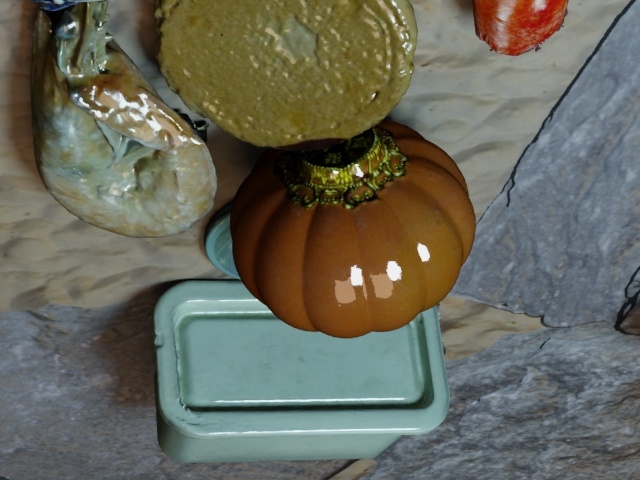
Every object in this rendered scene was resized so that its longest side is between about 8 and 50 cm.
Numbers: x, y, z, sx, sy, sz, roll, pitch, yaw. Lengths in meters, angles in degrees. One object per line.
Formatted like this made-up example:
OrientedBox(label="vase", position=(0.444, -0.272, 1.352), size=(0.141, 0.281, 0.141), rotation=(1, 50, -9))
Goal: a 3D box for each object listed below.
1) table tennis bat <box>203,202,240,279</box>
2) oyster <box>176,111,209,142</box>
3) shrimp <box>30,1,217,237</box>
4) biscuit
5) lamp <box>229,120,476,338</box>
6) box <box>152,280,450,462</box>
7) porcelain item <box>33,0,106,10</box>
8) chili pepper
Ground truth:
OrientedBox(label="table tennis bat", position=(0.000, 0.000, 1.472), size=(0.237, 0.038, 0.149), rotation=(0, 144, -8))
OrientedBox(label="oyster", position=(-0.150, -0.071, 1.335), size=(0.086, 0.029, 0.132), rotation=(1, 142, -16))
OrientedBox(label="shrimp", position=(-0.166, -0.103, 1.224), size=(0.168, 0.077, 0.317), rotation=(12, 145, 2))
OrientedBox(label="biscuit", position=(-0.030, -0.164, 1.168), size=(0.226, 0.042, 0.226), rotation=(8, 133, 9))
OrientedBox(label="lamp", position=(0.028, -0.014, 1.297), size=(0.223, 0.223, 0.196), rotation=(-10, 132, 0))
OrientedBox(label="box", position=(-0.038, 0.158, 1.582), size=(0.312, 0.175, 0.182), rotation=(1, 152, -16))
OrientedBox(label="porcelain item", position=(-0.140, -0.244, 0.951), size=(0.186, 0.138, 0.288), rotation=(-17, 171, -1))
OrientedBox(label="chili pepper", position=(0.163, -0.226, 1.142), size=(0.084, 0.086, 0.192), rotation=(16, 158, 12))
